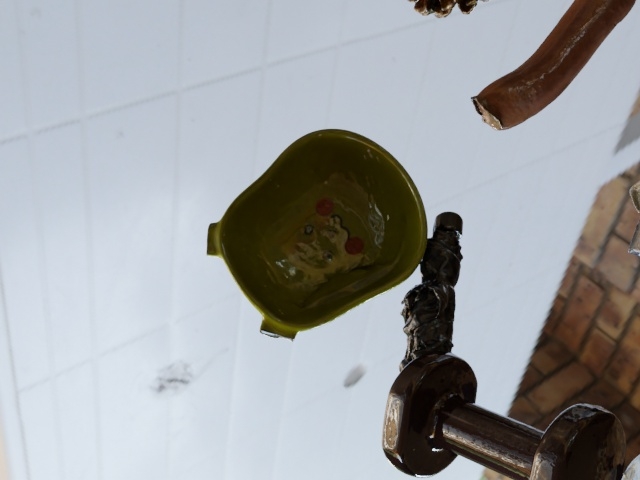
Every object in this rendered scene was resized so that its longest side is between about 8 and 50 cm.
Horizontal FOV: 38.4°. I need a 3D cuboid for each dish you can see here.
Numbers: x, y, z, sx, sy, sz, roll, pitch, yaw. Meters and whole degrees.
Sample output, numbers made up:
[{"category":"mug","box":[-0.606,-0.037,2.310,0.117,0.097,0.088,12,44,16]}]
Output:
[{"category":"dish","box":[0.000,0.000,1.158,0.262,0.221,0.108,-36,168,-8]}]

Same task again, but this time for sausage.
[{"category":"sausage","box":[0.180,-0.145,0.684,0.177,0.040,0.047,-48,129,-14]}]

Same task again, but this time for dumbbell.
[{"category":"dumbbell","box":[0.179,0.203,0.923,0.124,0.225,0.141,-2,104,-44]}]

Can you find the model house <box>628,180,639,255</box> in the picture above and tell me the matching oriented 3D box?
[{"category":"model house","box":[0.414,-0.019,1.078,0.100,0.087,0.101,-142,-112,-81]}]

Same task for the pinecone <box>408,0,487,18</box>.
[{"category":"pinecone","box":[0.154,-0.391,1.272,0.165,0.163,0.163,0,125,-30]}]

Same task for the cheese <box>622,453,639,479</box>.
[{"category":"cheese","box":[0.393,0.304,1.056,0.244,0.062,0.155,62,48,-85]}]

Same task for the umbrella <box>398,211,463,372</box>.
[{"category":"umbrella","box":[0.136,0.059,1.107,0.080,0.071,0.224,120,-13,-58]}]
